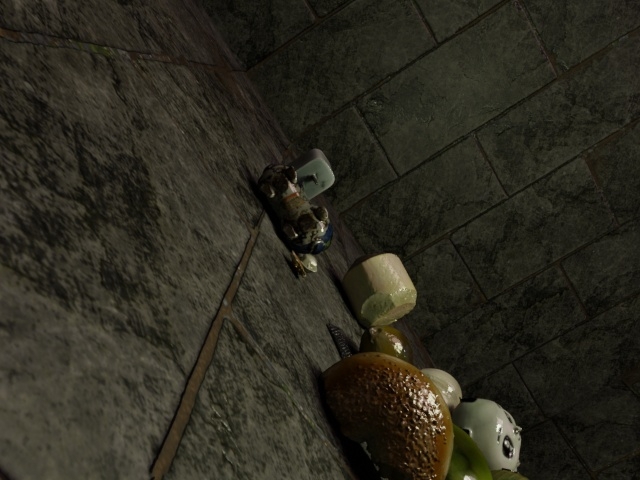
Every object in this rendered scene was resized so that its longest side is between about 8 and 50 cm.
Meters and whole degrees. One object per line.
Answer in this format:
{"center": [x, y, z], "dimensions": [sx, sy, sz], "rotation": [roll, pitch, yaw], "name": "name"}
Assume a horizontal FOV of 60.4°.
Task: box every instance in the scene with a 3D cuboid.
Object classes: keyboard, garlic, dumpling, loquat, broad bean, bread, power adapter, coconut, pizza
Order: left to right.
{"center": [-0.064, 0.060, 1.418], "dimensions": [0.078, 0.025, 0.083], "rotation": [60, 0, -19], "name": "pizza"}
{"center": [-0.042, 0.064, 1.498], "dimensions": [0.052, 0.057, 0.076], "rotation": [119, -32, -48], "name": "dumpling"}
{"center": [-0.049, -0.232, 2.032], "dimensions": [0.124, 0.187, 0.255], "rotation": [54, 9, -18], "name": "power adapter"}
{"center": [0.067, 0.293, 1.370], "dimensions": [0.060, 0.018, 0.195], "rotation": [42, 17, -54], "name": "keyboard"}
{"center": [0.194, 0.158, 1.898], "dimensions": [0.244, 0.239, 0.239], "rotation": [62, 9, 24], "name": "coconut"}
{"center": [0.177, 0.311, 1.508], "dimensions": [0.152, 0.152, 0.195], "rotation": [-109, 177, -58], "name": "loquat"}
{"center": [0.147, 0.343, 1.034], "dimensions": [0.314, 0.192, 0.171], "rotation": [61, 7, 19], "name": "bread"}
{"center": [0.361, 0.501, 1.790], "dimensions": [0.203, 0.185, 0.281], "rotation": [37, 5, 14], "name": "garlic"}
{"center": [0.316, 0.549, 1.361], "dimensions": [0.238, 0.119, 0.291], "rotation": [25, 18, -6], "name": "broad bean"}

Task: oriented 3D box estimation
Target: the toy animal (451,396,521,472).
{"center": [0.476, 0.617, 1.623], "dimensions": [0.251, 0.251, 0.310], "rotation": [-103, 179, -66], "name": "toy animal"}

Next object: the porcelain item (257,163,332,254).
{"center": [-0.079, -0.082, 1.569], "dimensions": [0.288, 0.138, 0.186], "rotation": [55, -10, 13], "name": "porcelain item"}

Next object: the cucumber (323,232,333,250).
{"center": [-0.003, 0.002, 1.920], "dimensions": [0.078, 0.062, 0.211], "rotation": [24, 17, -1], "name": "cucumber"}

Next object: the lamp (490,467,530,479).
{"center": [0.453, 0.704, 1.418], "dimensions": [0.284, 0.250, 0.250], "rotation": [36, -7, 36], "name": "lamp"}
